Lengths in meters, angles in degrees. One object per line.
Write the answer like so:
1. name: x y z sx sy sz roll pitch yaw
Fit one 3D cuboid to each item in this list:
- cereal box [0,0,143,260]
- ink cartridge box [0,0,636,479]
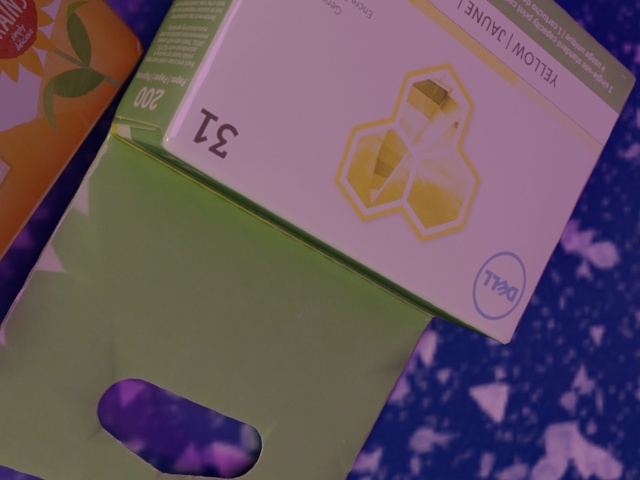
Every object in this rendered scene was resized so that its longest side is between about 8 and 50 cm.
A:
1. cereal box: -0.175 -0.073 0.259 0.240 0.047 0.173 47 56 -31
2. ink cartridge box: 0.000 0.000 0.361 0.171 0.056 0.235 30 83 -34
